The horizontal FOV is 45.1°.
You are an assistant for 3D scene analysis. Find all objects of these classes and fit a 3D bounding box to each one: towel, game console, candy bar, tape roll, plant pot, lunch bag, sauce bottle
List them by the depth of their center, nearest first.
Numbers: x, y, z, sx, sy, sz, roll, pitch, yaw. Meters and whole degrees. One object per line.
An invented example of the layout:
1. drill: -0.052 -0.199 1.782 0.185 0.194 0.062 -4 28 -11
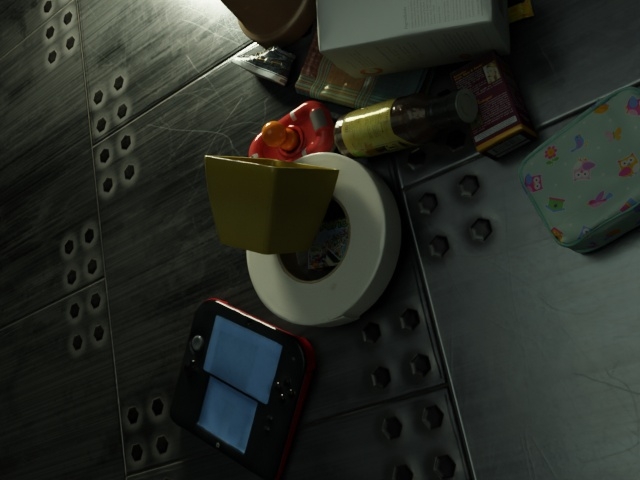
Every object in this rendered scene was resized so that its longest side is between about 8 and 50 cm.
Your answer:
1. lunch bag: 0.512 -0.129 1.384 0.279 0.108 0.224 -37 58 25
2. sauce bottle: 0.173 -0.246 1.614 0.344 0.111 0.111 -6 77 52
3. candy bar: 0.366 -0.459 1.615 0.161 0.018 0.040 -15 73 34
4. plant pot: -0.112 -0.075 1.654 0.212 0.212 0.187 14 101 38
5. tape roll: 0.000 0.000 1.716 0.392 0.072 0.392 -8 76 35
6. towel: 0.115 -0.435 1.787 0.370 0.040 0.271 22 94 38
7. game console: -0.197 0.346 1.849 0.386 0.060 0.342 20 92 38
8. plant pot: -0.158 -0.638 1.913 0.263 0.229 0.263 -8 77 36

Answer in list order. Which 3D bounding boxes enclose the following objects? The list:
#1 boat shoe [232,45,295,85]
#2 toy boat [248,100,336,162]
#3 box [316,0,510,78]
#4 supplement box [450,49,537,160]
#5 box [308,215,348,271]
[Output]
1. boat shoe: -0.142 -0.461 1.973 0.183 0.065 0.083 28 95 31
2. toy boat: -0.083 -0.239 1.823 0.231 0.151 0.151 -31 63 28
3. box: 0.190 -0.457 1.558 0.345 0.215 0.168 -5 85 22
4. supplement box: 0.348 -0.272 1.551 0.104 0.081 0.188 -27 66 31
5. box: 0.063 0.001 1.737 0.207 0.036 0.114 -11 74 35
